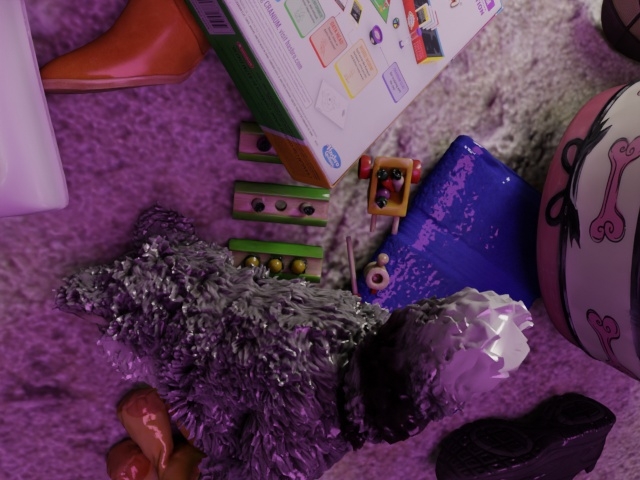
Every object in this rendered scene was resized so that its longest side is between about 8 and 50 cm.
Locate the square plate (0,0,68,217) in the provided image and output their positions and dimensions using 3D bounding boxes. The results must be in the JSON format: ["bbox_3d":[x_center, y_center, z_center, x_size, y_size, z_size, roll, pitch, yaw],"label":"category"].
[{"bbox_3d":[-0.403,-0.128,0.607,0.347,0.049,0.344,-8,130,-13],"label":"square plate"}]

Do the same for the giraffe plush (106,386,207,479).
[{"bbox_3d":[-0.136,0.276,0.861,0.182,0.170,0.210,-9,109,-21],"label":"giraffe plush"}]

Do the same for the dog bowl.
[{"bbox_3d":[0.420,-0.019,0.962,0.408,0.150,0.407,-11,106,-43],"label":"dog bowl"}]

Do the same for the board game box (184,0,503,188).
[{"bbox_3d":[0.039,-0.245,0.774,0.316,0.064,0.242,-47,127,-22],"label":"board game box"}]

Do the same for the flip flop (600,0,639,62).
[{"bbox_3d":[0.474,-0.276,1.001,0.277,0.112,0.080,16,73,-24],"label":"flip flop"}]

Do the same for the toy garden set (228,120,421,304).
[{"bbox_3d":[0.000,0.000,0.868,0.204,0.049,0.244,5,104,-4],"label":"toy garden set"}]

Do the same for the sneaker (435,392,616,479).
[{"bbox_3d":[0.295,0.318,1.100,0.286,0.109,0.130,-9,115,-19],"label":"sneaker"}]

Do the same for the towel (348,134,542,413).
[{"bbox_3d":[0.167,0.047,0.983,0.228,0.076,0.308,34,91,-21],"label":"towel"}]

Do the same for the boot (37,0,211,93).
[{"bbox_3d":[-0.148,-0.260,0.744,0.295,0.104,0.211,-16,106,-23],"label":"boot"}]

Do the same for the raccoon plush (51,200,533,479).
[{"bbox_3d":[-0.048,0.046,0.713,0.299,0.446,0.216,48,39,-2],"label":"raccoon plush"}]
